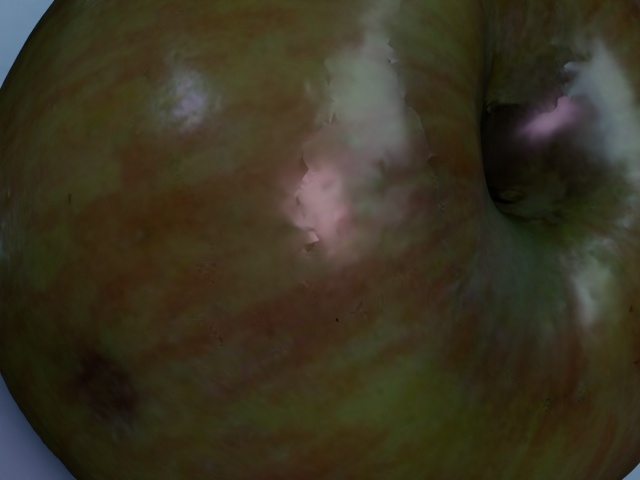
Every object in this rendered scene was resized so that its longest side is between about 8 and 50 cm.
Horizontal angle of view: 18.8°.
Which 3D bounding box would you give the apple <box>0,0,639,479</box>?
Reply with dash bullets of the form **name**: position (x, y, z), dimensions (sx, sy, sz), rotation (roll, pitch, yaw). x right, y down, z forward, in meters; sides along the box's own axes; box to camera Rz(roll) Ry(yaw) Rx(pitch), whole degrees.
- **apple**: position (0.000, 0.000, 0.699), dimensions (0.264, 0.264, 0.264), rotation (20, 47, -23)
